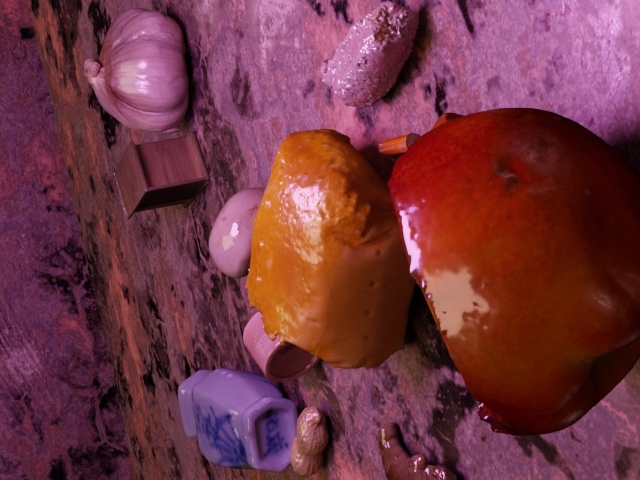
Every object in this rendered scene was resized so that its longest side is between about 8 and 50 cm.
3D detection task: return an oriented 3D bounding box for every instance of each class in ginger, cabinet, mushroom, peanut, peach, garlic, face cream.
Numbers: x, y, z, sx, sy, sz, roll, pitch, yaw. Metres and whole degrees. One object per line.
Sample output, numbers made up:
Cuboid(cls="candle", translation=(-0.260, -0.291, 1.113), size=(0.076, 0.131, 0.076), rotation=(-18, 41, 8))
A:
Cuboid(cls="ginger", translation=(0.192, 0.467, 1.791), size=(0.333, 0.080, 0.166), rotation=(24, 110, 53))
Cuboid(cls="cabinet", translation=(-0.416, -0.170, 2.551), size=(0.215, 0.175, 0.148), rotation=(-39, 67, 60))
Cuboid(cls="mushroom", translation=(-0.126, -0.002, 2.112), size=(0.215, 0.207, 0.207), rotation=(28, 135, 10))
Cuboid(cls="peanut", translation=(-0.024, 0.444, 2.186), size=(0.082, 0.082, 0.187), rotation=(50, 141, 41))
Cuboid(cls="peach", translation=(0.269, 0.025, 1.221), size=(0.335, 0.310, 0.406), rotation=(52, -162, -57))
Cuboid(cls="garlic", translation=(-0.442, -0.423, 2.465), size=(0.322, 0.241, 0.322), rotation=(22, 127, 33))
Cuboid(cls="face cream", translation=(-0.078, 0.216, 2.110), size=(0.104, 0.149, 0.149), rotation=(50, 142, 39))

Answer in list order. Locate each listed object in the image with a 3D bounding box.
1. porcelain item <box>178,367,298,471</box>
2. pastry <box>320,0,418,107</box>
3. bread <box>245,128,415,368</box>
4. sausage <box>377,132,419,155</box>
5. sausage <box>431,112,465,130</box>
Cuboid(cls="porcelain item", translation=(-0.197, 0.431, 2.392), size=(0.405, 0.178, 0.242), rotation=(3, 103, 59))
Cuboid(cls="pastry", translation=(0.078, -0.298, 1.658), size=(0.265, 0.103, 0.112), rotation=(145, 127, -67))
Cuboid(cls="bread", translation=(0.000, 0.000, 1.769), size=(0.361, 0.250, 0.394), rotation=(44, 137, 45))
Cuboid(cls="sausage", translation=(0.130, -0.162, 1.695), size=(0.107, 0.031, 0.031), rotation=(-8, 94, 61))
Cuboid(cls="sausage", translation=(0.198, -0.106, 1.548), size=(0.076, 0.076, 0.197), rotation=(47, 141, 44))
